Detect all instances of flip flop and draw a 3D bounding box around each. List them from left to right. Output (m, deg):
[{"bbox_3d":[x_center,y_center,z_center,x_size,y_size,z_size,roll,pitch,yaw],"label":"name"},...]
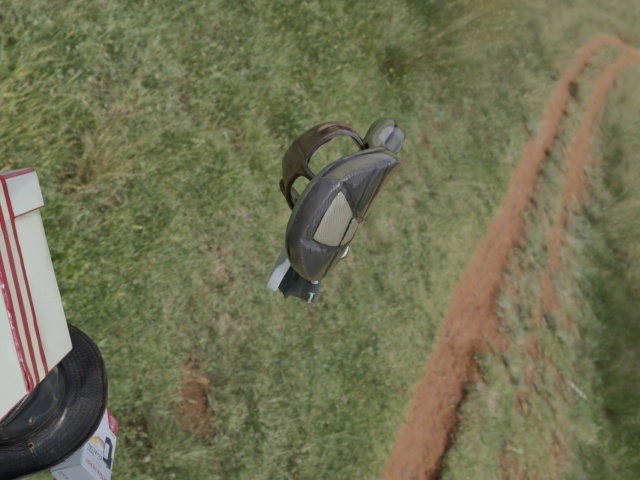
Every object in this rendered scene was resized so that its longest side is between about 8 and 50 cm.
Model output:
[{"bbox_3d":[0.012,-0.054,0.572,0.080,0.112,0.277,32,24,0],"label":"flip flop"}]

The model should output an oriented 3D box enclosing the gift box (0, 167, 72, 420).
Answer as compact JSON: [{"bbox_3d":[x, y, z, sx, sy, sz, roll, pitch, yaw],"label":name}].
[{"bbox_3d":[-0.441,0.050,0.724,0.255,0.276,0.258,-109,-169,-78],"label":"gift box"}]

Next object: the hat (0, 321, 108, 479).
[{"bbox_3d":[-0.529,0.245,1.202,0.331,0.134,0.332,7,63,-13],"label":"hat"}]

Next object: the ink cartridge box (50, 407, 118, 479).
[{"bbox_3d":[-0.501,0.441,1.531,0.175,0.072,0.128,-98,171,-47],"label":"ink cartridge box"}]

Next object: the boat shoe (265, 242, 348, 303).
[{"bbox_3d":[0.000,0.000,1.071,0.091,0.302,0.114,24,60,-5],"label":"boat shoe"}]
